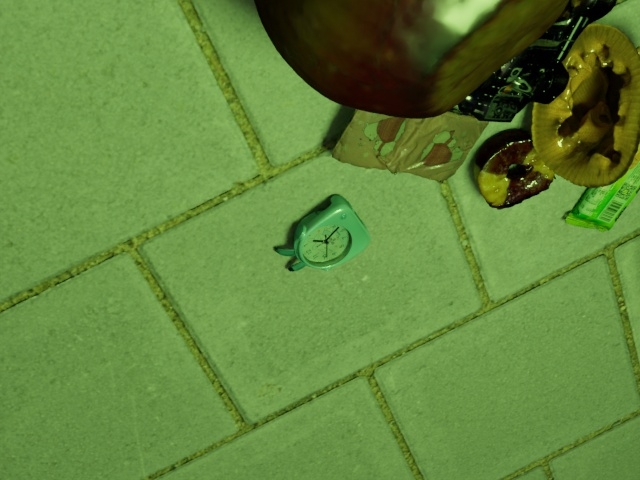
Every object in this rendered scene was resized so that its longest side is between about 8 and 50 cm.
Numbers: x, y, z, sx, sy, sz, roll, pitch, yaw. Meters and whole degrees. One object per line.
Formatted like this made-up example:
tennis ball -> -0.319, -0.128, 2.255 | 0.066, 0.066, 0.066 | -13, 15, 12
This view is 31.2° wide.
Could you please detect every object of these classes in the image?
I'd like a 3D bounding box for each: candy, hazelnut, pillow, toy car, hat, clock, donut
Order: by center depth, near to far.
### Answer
hazelnut -> 0.134, -0.362, 1.437 | 0.402, 0.402, 0.429 | 18, 125, -32
toy car -> 0.299, -0.306, 1.688 | 0.193, 0.118, 0.301 | -3, 133, -40
pillow -> 0.138, -0.163, 1.789 | 0.248, 0.049, 0.135 | 9, 123, -32
hat -> 0.494, -0.195, 1.818 | 0.233, 0.244, 0.233 | 4, 131, -41
clock -> 0.000, 0.001, 1.860 | 0.147, 0.045, 0.108 | -32, 130, 5
donut -> 0.315, -0.119, 1.884 | 0.140, 0.059, 0.140 | -10, 129, -13
candy -> 0.510, -0.090, 2.001 | 0.102, 0.032, 0.178 | 17, 119, -27
